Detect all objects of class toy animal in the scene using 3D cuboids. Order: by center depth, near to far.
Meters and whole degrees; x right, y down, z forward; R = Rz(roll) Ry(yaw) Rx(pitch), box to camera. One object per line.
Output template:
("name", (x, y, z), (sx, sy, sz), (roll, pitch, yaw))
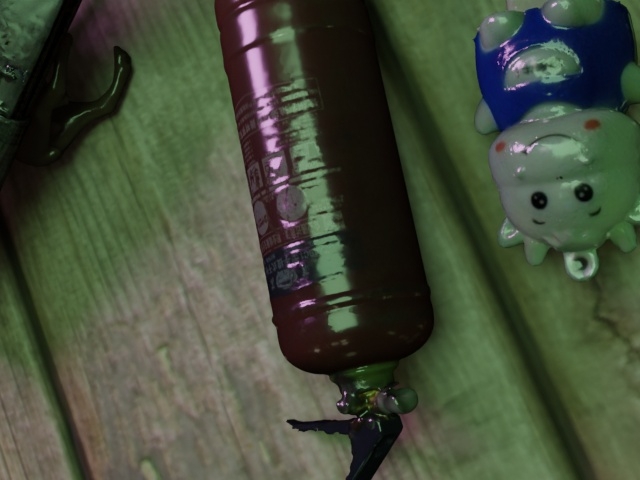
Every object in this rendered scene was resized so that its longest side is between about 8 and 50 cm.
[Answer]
("toy animal", (-0.271, -0.135, 0.760), (0.186, 0.093, 0.214), (-44, 80, 18))

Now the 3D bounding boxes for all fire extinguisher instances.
("fire extinguisher", (0.000, 0.000, 0.655), (0.138, 0.102, 0.344), (-22, 76, 49))

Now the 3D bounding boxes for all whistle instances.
("whistle", (0.144, -0.096, 0.612), (0.110, 0.092, 0.245), (-9, 82, 29))

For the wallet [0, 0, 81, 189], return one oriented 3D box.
("wallet", (-0.290, -0.097, 0.708), (0.169, 0.044, 0.317), (30, 103, 5))
